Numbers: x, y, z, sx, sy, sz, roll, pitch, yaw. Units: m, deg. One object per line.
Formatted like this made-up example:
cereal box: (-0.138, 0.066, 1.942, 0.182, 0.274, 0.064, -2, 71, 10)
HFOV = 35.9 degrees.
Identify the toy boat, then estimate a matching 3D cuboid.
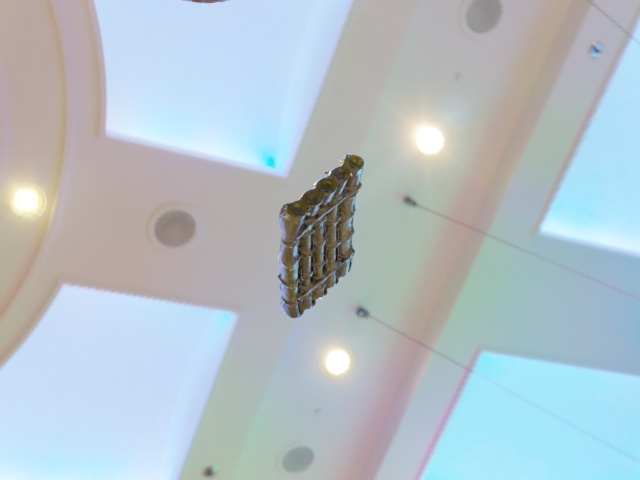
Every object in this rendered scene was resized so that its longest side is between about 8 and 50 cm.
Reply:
toy boat: (0.000, 0.000, 0.613, 0.063, 0.016, 0.115, -41, -25, -26)

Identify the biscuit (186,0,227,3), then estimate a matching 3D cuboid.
biscuit: (-0.181, -0.442, 1.024, 0.365, 0.062, 0.385, 15, -112, -35)
